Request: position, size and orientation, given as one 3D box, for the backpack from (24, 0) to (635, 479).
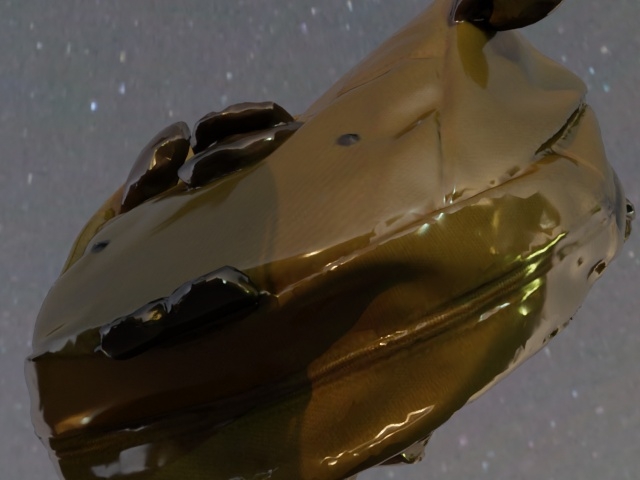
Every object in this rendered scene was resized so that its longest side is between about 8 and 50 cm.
[{"bbox_3d":[0.005,0.004,0.783,0.353,0.378,0.201,-27,-77,19],"label":"backpack"}]
